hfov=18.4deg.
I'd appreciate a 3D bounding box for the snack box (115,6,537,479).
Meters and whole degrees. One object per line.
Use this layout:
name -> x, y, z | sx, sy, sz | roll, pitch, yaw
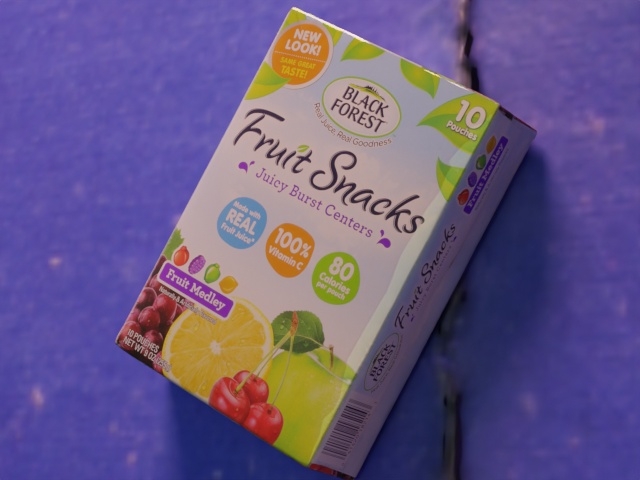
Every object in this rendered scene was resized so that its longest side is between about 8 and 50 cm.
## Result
snack box -> 0.000, 0.000, 0.706 | 0.100, 0.037, 0.141 | 29, 91, 32
